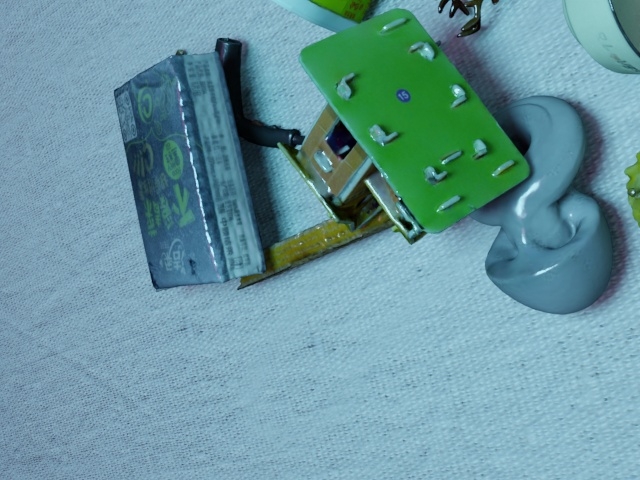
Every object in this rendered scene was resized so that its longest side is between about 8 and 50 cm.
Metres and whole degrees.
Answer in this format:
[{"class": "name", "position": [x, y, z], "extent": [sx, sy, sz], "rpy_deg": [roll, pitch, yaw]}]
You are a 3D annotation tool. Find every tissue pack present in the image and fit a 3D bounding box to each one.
[{"class": "tissue pack", "position": [-0.247, -0.113, 1.586], "extent": [0.288, 0.124, 0.394], "rpy_deg": [-9, 93, 57]}]

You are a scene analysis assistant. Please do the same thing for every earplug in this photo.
[{"class": "earplug", "position": [0.311, -0.053, 1.267], "extent": [0.214, 0.175, 0.326], "rpy_deg": [-25, 71, 39]}]

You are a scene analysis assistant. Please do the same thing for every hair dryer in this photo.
[{"class": "hair dryer", "position": [-0.105, -0.235, 1.615], "extent": [0.271, 0.091, 0.236], "rpy_deg": [20, 113, 20]}]

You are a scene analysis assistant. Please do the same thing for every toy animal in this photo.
[{"class": "toy animal", "position": [0.283, -0.404, 1.236], "extent": [0.260, 0.243, 0.087], "rpy_deg": [-43, 97, 5]}]

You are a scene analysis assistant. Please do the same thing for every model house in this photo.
[{"class": "model house", "position": [0.128, -0.136, 1.310], "extent": [0.300, 0.340, 0.323], "rpy_deg": [55, 151, 10]}]

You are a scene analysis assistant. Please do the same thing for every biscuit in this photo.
[{"class": "biscuit", "position": [0.000, 0.000, 1.543], "extent": [0.378, 0.094, 0.054], "rpy_deg": [-24, 87, 37]}]

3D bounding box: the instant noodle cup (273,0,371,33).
[{"class": "instant noodle cup", "position": [0.019, -0.523, 1.380], "extent": [0.294, 0.294, 0.308], "rpy_deg": [44, 111, 25]}]

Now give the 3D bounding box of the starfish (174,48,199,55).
[{"class": "starfish", "position": [-0.289, -0.260, 1.754], "extent": [0.216, 0.071, 0.238], "rpy_deg": [13, 93, 41]}]

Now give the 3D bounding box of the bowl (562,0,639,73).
[{"class": "bowl", "position": [0.401, -0.317, 1.133], "extent": [0.126, 0.237, 0.238], "rpy_deg": [-6, 91, 58]}]

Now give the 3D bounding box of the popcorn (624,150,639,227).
[{"class": "popcorn", "position": [0.486, -0.097, 1.138], "extent": [0.168, 0.173, 0.195], "rpy_deg": [26, 121, 55]}]
